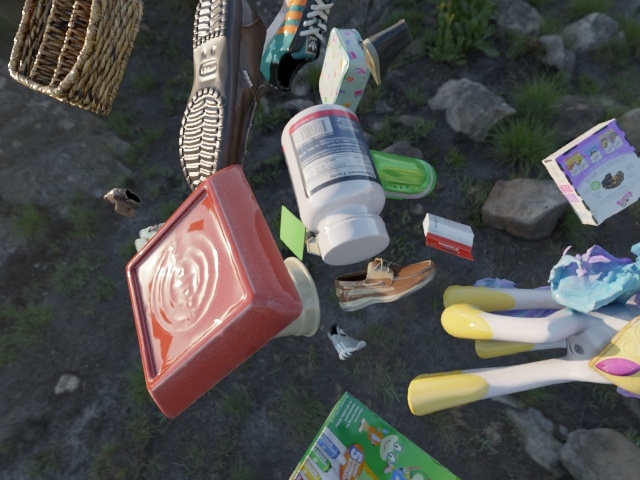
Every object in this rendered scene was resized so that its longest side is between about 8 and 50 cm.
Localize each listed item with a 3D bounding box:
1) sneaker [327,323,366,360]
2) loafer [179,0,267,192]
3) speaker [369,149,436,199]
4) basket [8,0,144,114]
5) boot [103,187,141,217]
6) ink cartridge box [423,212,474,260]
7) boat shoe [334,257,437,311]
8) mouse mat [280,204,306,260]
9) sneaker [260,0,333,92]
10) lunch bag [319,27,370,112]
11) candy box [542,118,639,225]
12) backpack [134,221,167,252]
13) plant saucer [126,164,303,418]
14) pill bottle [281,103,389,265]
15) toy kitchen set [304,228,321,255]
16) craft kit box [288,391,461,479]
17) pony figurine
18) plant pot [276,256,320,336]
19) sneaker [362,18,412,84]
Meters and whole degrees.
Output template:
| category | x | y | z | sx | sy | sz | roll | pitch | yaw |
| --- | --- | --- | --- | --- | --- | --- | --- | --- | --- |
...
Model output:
| category | x | y | z | sx | sy | sz | roll | pitch | yaw |
| --- | --- | --- | --- | --- | --- | --- | --- | --- | --- |
| sneaker | 0.094 | 0.365 | 1.509 | 0.086 | 0.228 | 0.132 | -39 | 72 | 7 |
| loafer | -0.151 | -0.245 | 0.717 | 0.133 | 0.130 | 0.366 | 16 | 100 | 39 |
| speaker | 0.204 | -0.195 | 1.206 | 0.296 | 0.131 | 0.131 | 2 | 49 | -32 |
| basket | -0.583 | -0.479 | 0.959 | 0.213 | 0.223 | 0.299 | 34 | 103 | 50 |
| boot | -0.526 | -0.102 | 1.105 | 0.086 | 0.118 | 0.042 | -7 | 63 | 21 |
| ink cartridge box | 0.504 | -0.021 | 1.577 | 0.189 | 0.066 | 0.232 | 19 | 21 | 2 |
| boat shoe | 0.182 | 0.115 | 1.205 | 0.324 | 0.123 | 0.117 | -22 | 98 | 22 |
| mouse mat | -0.105 | -0.030 | 1.497 | 0.007 | 0.153 | 0.189 | -11 | 34 | -29 |
| sneaker | -0.028 | -0.453 | 0.853 | 0.108 | 0.302 | 0.121 | -13 | 63 | -46 |
| lunch bag | 0.081 | -0.596 | 1.441 | 0.107 | 0.279 | 0.224 | -4 | 60 | -18 |
| candy box | 0.679 | -0.163 | 0.987 | 0.164 | 0.070 | 0.196 | -34 | 92 | 6 |
| backpack | -0.531 | 0.024 | 1.357 | 0.144 | 0.166 | 0.188 | -33 | 27 | -29 |
| plant saucer | -0.170 | 0.057 | 0.538 | 0.259 | 0.047 | 0.258 | -42 | 55 | 20 |
| pill bottle | 0.020 | -0.066 | 0.502 | 0.107 | 0.108 | 0.180 | -15 | 67 | 2 |
| toy kitchen set | 0.000 | 0.000 | 1.888 | 0.166 | 0.122 | 0.207 | 14 | 40 | 36 |
| craft kit box | 0.071 | 0.375 | 0.537 | 0.246 | 0.061 | 0.250 | 36 | 39 | 9 |
| pony figurine | 0.317 | 0.089 | 0.412 | 0.363 | 0.351 | 0.303 | -14 | 87 | 42 |
| plant pot | -0.214 | 0.257 | 1.591 | 0.305 | 0.334 | 0.334 | -12 | 52 | -28 |
| sneaker | 0.186 | -0.499 | 1.090 | 0.118 | 0.222 | 0.083 | -29 | 89 | 10 |
